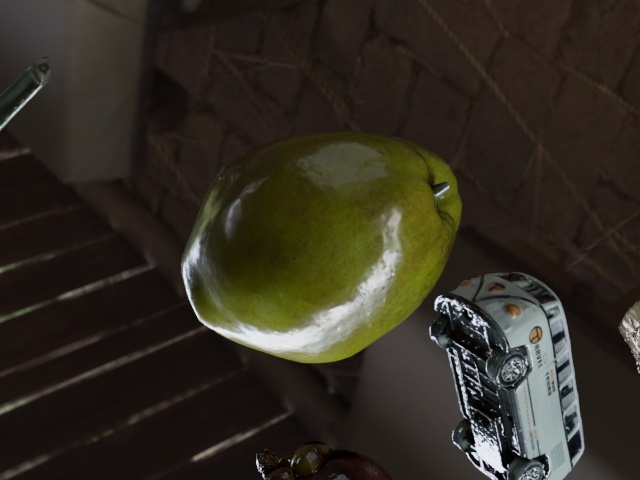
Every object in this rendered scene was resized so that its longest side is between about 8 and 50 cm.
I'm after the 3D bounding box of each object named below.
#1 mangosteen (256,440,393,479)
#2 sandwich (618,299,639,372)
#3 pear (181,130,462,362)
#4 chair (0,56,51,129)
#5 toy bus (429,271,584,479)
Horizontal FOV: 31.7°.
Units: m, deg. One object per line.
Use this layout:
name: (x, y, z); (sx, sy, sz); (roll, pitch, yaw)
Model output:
mangosteen: (-0.003, 0.226, 0.942); (0.140, 0.140, 0.140); (26, 126, 42)
sandwich: (0.570, 0.072, 1.527); (0.271, 0.301, 0.099); (56, -170, -77)
pear: (0.000, 0.000, 1.247); (0.321, 0.269, 0.269); (-23, 89, 19)
chair: (-0.352, -0.096, 0.787); (0.190, 0.203, 0.274); (55, 139, -1)
toy bus: (0.150, 0.108, 0.871); (0.087, 0.089, 0.194); (31, 145, 49)
